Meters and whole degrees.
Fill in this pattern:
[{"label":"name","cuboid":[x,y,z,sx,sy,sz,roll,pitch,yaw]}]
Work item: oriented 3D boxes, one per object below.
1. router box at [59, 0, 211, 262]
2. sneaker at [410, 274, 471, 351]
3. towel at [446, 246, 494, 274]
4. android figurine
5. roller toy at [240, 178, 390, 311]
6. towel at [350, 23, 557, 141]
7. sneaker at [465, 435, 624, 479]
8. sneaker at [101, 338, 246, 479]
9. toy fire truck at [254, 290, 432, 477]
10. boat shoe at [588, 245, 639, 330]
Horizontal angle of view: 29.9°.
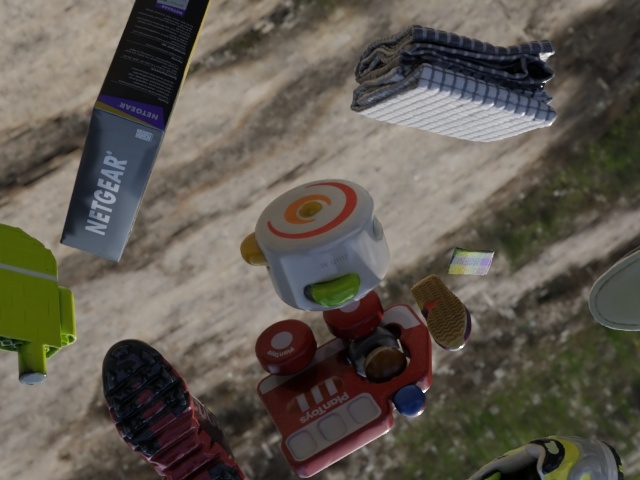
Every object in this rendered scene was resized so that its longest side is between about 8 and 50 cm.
[{"label":"router box","cuboid":[-0.214,-0.152,1.403,0.081,0.243,0.309,19,149,-9]},{"label":"sneaker","cuboid":[0.197,0.124,1.817,0.069,0.185,0.084,-32,118,7]},{"label":"towel","cuboid":[0.216,0.030,1.731,0.060,0.009,0.083,3,154,-1]},{"label":"android figurine","cuboid":[-0.482,0.084,1.823,0.248,0.273,0.056,16,139,-40]},{"label":"roller toy","cuboid":[0.000,0.000,1.854,0.191,0.209,0.146,-44,130,-32]},{"label":"towel","cuboid":[0.194,-0.237,1.781,0.235,0.121,0.283,12,174,-16]},{"label":"sneaker","cuboid":[0.228,0.376,1.648,0.147,0.145,0.385,25,122,-32]},{"label":"sneaker","cuboid":[-0.186,0.225,1.472,0.097,0.135,0.276,-32,113,-4]},{"label":"toy fire truck","cuboid":[0.050,0.230,1.931,0.302,0.254,0.169,-27,130,-7]},{"label":"boat shoe","cuboid":[0.541,0.024,1.761,0.340,0.127,0.113,-31,-169,3]}]
